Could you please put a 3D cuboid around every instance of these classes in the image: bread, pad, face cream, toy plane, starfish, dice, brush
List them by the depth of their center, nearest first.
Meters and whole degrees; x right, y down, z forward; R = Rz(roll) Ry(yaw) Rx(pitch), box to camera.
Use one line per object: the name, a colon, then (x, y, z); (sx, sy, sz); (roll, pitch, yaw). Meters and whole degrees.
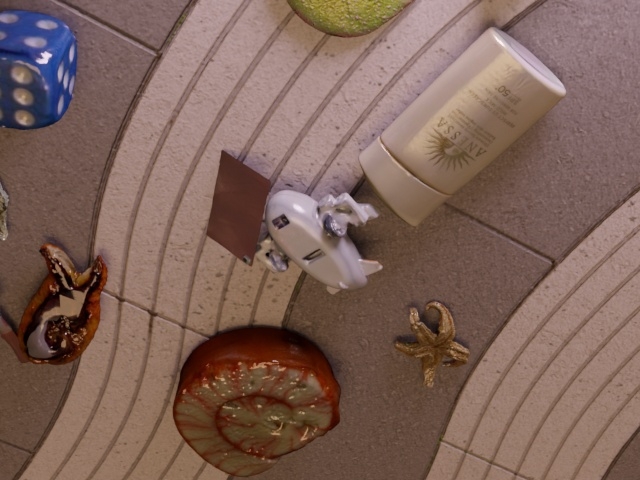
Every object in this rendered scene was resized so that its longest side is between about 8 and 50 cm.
bread: (0.046, -0.403, 1.559); (0.228, 0.033, 0.228); (0, 126, 0)
dice: (-0.459, -0.263, 1.609); (0.146, 0.146, 0.143); (9, 130, -1)
face cream: (0.212, -0.175, 1.699); (0.173, 0.081, 0.348); (35, 120, -23)
pad: (-0.144, -0.053, 1.804); (0.113, 0.006, 0.187); (35, 131, 24)
toy plane: (0.000, 0.000, 1.821); (0.245, 0.117, 0.244); (6, 131, 7)
bread: (-0.474, 0.123, 1.944); (0.139, 0.095, 0.269); (16, 112, -13)
brush: (-0.617, 0.135, 1.968); (0.084, 0.071, 0.301); (-14, 131, 7)
starfish: (0.213, 0.209, 2.012); (0.150, 0.053, 0.209); (5, 129, 3)
bread: (-0.130, 0.311, 2.058); (0.328, 0.114, 0.295); (-32, 119, 24)

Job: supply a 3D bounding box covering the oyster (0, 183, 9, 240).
oyster: (-0.603, -0.073, 1.811); (0.125, 0.064, 0.177); (-7, 118, -12)
